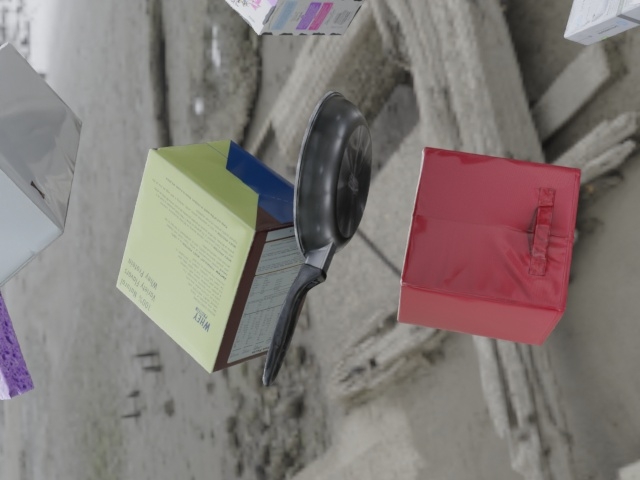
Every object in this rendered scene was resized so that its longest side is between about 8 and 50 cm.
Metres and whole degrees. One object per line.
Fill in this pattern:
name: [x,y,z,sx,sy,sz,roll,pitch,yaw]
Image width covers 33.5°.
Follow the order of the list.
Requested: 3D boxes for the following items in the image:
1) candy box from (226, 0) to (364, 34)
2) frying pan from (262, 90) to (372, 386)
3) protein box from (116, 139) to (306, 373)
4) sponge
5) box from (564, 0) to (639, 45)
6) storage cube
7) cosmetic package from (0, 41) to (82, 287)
candy box: [-0.059,-0.367,1.508,0.165,0.196,0.070,48,124,20]
frying pan: [-0.004,-0.021,1.167,0.197,0.053,0.326,77,-153,-50]
protein box: [-0.121,0.014,1.304,0.199,0.136,0.201,37,122,32]
sponge: [-0.361,0.063,1.103,0.117,0.031,0.210,-16,93,55]
box: [0.351,-0.311,1.215,0.186,0.038,0.145,177,110,-76]
storage cube: [0.205,0.010,1.326,0.215,0.193,0.184,79,-159,-71]
cosmetic package: [-0.289,0.011,0.674,0.097,0.284,0.377,51,180,-18]
